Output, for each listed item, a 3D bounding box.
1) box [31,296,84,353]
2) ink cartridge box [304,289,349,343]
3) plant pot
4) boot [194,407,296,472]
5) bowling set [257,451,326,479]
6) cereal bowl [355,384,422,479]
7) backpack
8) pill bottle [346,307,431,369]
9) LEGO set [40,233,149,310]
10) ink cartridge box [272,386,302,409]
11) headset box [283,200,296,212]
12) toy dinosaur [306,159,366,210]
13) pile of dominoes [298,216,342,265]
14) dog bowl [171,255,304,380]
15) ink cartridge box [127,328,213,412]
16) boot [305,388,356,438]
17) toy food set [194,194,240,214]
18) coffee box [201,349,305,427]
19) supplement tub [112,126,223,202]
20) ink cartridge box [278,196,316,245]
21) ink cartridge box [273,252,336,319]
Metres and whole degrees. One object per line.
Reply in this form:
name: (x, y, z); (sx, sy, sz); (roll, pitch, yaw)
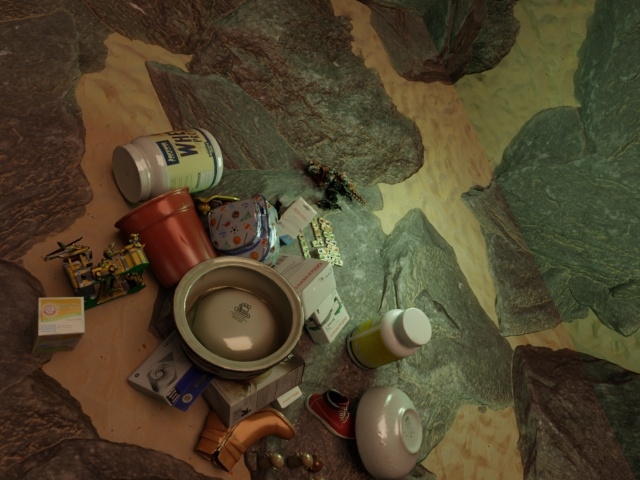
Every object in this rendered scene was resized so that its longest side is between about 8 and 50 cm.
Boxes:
box: (-0.731, 0.237, 1.356); (0.114, 0.203, 0.103); (3, 64, -35)
ink cartridge box: (0.005, 0.268, 1.900); (0.160, 0.092, 0.219); (-45, 118, -41)
plant pot: (-0.497, 0.001, 1.638); (0.272, 0.272, 0.265); (-33, 96, -42)
boot: (-0.234, 0.625, 1.545); (0.283, 0.109, 0.220); (31, 44, -4)
bowling set: (-0.049, 0.763, 1.598); (0.200, 0.154, 0.287); (-36, 89, -42)
cereal bowl: (0.279, 0.707, 1.811); (0.339, 0.141, 0.339); (25, 57, -46)
backpack: (-0.269, -0.012, 1.754); (0.213, 0.276, 0.264); (26, 47, -67)
pill bottle: (0.268, 0.381, 1.916); (0.187, 0.334, 0.188); (17, 58, -28)
LEGO set: (-0.655, 0.060, 1.460); (0.254, 0.331, 0.192); (-24, 79, -21)
ink cartridge box: (-0.144, 0.515, 1.730); (0.099, 0.056, 0.135); (-24, 81, -41)
headset box: (-0.129, -0.129, 2.090); (0.032, 0.062, 0.083); (42, 48, -10)
toy dinosaur: (0.081, -0.260, 2.267); (0.321, 0.164, 0.218); (14, 39, -5)
pile of dominoes: (0.000, 0.000, 2.129); (0.195, 0.040, 0.251); (-3, 68, -37)
dog bowl: (-0.266, 0.253, 1.533); (0.407, 0.150, 0.408); (13, 46, -14)
ink cartridge box: (-0.433, 0.391, 1.501); (0.223, 0.223, 0.045); (-51, 144, -42)
boot: (0.082, 0.626, 1.755); (0.244, 0.176, 0.088); (40, 47, -13)
toy food set: (-0.377, -0.124, 1.875); (0.217, 0.128, 0.071); (2, 81, -39)
coffee box: (-0.216, 0.443, 1.589); (0.297, 0.119, 0.168); (-22, 46, -38)
supplement tub: (-0.542, -0.269, 1.749); (0.324, 0.235, 0.235); (-24, 81, -42)
ink cartridge box: (-0.113, -0.081, 2.013); (0.104, 0.061, 0.181); (43, 86, -10)
ink cartridge box: (-0.120, 0.158, 1.780); (0.211, 0.289, 0.122); (-43, 130, -42)
